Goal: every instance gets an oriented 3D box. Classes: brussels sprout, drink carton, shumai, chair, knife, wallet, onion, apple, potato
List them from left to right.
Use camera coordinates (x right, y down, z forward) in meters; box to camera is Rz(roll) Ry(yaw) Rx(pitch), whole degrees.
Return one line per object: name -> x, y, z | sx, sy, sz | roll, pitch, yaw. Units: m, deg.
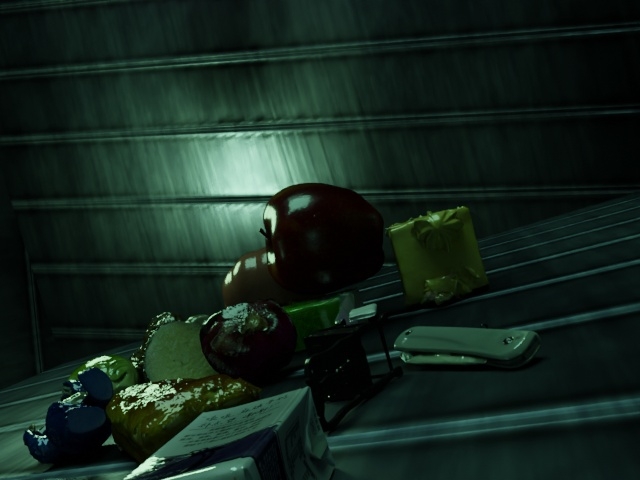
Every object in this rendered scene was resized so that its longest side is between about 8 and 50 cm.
brussels sprout -> -0.491, 0.332, 1.379 | 0.180, 0.144, 0.161 | 9, -5, 33
potato -> -0.306, 0.282, 1.298 | 0.117, 0.182, 0.202 | -52, 21, 32
shumai -> -0.341, 0.282, 1.486 | 0.218, 0.185, 0.184 | -56, 27, 21
drink carton -> -0.079, 0.222, 0.564 | 0.134, 0.102, 0.222 | -20, 0, 12
onion -> -0.146, 0.234, 1.269 | 0.195, 0.140, 0.218 | -17, -37, -24
drink carton -> -0.030, 0.201, 1.486 | 0.271, 0.108, 0.161 | -18, 0, 12
apple -> 0.000, 0.000, 1.532 | 0.317, 0.288, 0.288 | -5, -5, -23
chair -> 0.018, 0.188, 0.879 | 0.113, 0.106, 0.229 | -17, 0, 38
wallet -> 0.067, 0.112, 0.950 | 0.044, 0.011, 0.083 | -16, 1, 7
knife -> 0.204, 0.160, 0.898 | 0.073, 0.041, 0.265 | -36, 12, -31

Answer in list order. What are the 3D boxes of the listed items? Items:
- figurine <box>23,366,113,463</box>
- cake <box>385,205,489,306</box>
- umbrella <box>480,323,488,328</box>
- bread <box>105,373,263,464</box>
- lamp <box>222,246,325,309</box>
figurine -> -0.455, 0.341, 1.120 | 0.262, 0.121, 0.164 | -30, 27, 49
cake -> 0.295, 0.037, 1.549 | 0.222, 0.227, 0.286 | -17, 0, 13
umbrella -> 0.210, 0.175, 1.001 | 0.149, 0.022, 0.022 | -26, 37, 0
bread -> -0.218, 0.263, 0.933 | 0.185, 0.109, 0.380 | -18, -1, -29
lamp -> -0.129, 0.164, 1.732 | 0.305, 0.305, 0.240 | -18, 44, 6
